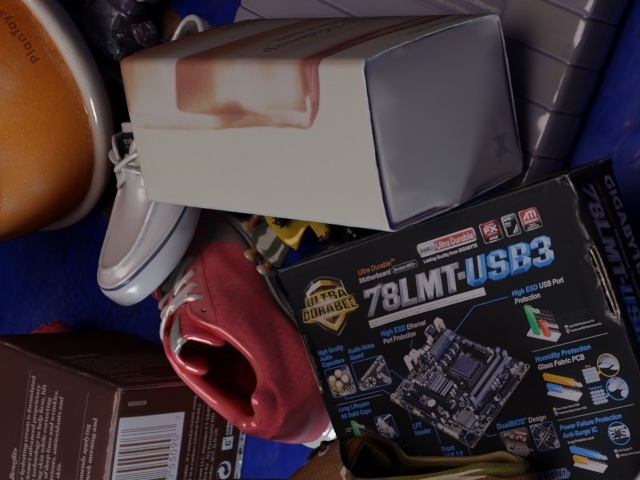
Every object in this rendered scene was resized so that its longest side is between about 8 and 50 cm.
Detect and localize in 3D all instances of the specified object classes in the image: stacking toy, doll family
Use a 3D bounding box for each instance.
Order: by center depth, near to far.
[{"bbox_3d":[0.000,0.000,1.332,0.193,0.076,0.111,46,117,20],"label":"doll family"},{"bbox_3d":[-0.455,-0.053,1.419,0.350,0.480,0.351,23,136,25],"label":"stacking toy"}]

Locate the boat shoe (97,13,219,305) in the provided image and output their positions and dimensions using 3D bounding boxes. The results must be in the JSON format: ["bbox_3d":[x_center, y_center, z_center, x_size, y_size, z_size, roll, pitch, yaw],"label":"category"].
[{"bbox_3d":[-0.143,-0.076,1.382,0.096,0.088,0.268,15,74,50],"label":"boat shoe"}]

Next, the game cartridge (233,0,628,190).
[{"bbox_3d":[0.086,-0.206,1.268,0.355,0.068,0.230,32,107,37],"label":"game cartridge"}]

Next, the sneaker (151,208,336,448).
[{"bbox_3d":[-0.092,0.062,1.370,0.314,0.136,0.116,45,117,33],"label":"sneaker"}]

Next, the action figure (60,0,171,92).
[{"bbox_3d":[-0.177,-0.252,1.477,0.185,0.099,0.285,43,122,19],"label":"action figure"}]

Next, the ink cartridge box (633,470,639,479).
[{"bbox_3d":[0.338,0.160,0.989,0.223,0.045,0.224,37,111,13],"label":"ink cartridge box"}]

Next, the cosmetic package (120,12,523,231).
[{"bbox_3d":[-0.006,-0.099,1.208,0.296,0.153,0.129,8,114,47],"label":"cosmetic package"}]

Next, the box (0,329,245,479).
[{"bbox_3d":[-0.199,0.186,1.443,0.203,0.167,0.169,15,100,41],"label":"box"}]

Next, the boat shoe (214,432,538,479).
[{"bbox_3d":[0.031,0.194,1.173,0.307,0.110,0.105,0,100,29],"label":"boat shoe"}]

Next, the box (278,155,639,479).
[{"bbox_3d":[0.133,0.117,1.171,0.295,0.073,0.293,-20,90,41],"label":"box"}]

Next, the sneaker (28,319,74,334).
[{"bbox_3d":[-0.295,0.222,1.578,0.112,0.121,0.299,21,106,14],"label":"sneaker"}]
